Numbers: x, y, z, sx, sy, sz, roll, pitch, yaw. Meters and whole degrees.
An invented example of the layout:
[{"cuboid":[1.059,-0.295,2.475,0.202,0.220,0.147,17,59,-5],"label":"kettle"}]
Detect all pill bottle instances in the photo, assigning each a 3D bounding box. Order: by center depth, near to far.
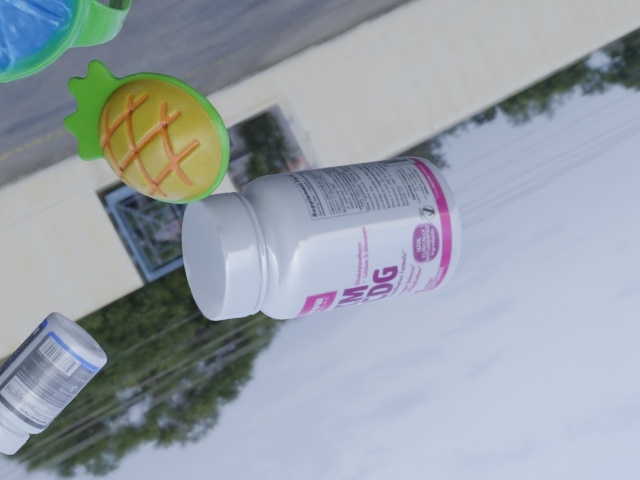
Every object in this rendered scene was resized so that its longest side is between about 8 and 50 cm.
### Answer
[{"cuboid":[-0.293,0.148,1.086,0.137,0.078,0.078,-47,-177,-1],"label":"pill bottle"},{"cuboid":[0.000,0.000,1.182,0.283,0.160,0.160,-9,175,-25],"label":"pill bottle"}]

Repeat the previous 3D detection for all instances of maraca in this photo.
[{"cuboid":[-0.171,-0.105,1.028,0.099,0.185,0.127,-35,144,-61],"label":"maraca"}]

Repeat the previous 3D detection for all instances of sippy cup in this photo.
[{"cuboid":[-0.391,-0.338,1.246,0.240,0.305,0.224,-28,-144,8],"label":"sippy cup"}]
